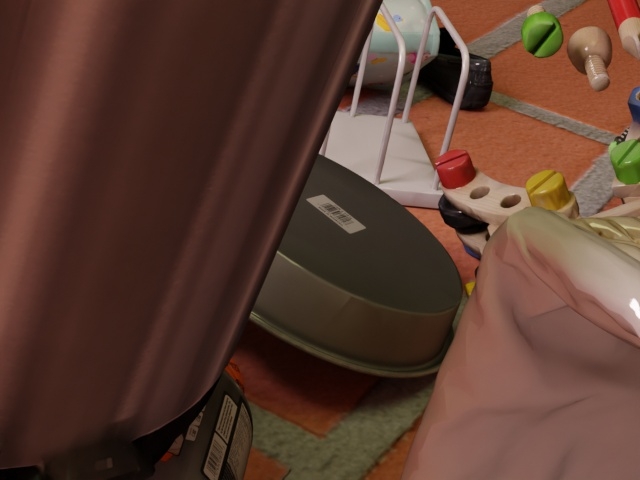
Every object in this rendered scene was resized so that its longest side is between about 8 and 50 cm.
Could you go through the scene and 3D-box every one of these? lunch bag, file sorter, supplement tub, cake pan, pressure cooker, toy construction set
[{"bbox_3d":[0.004,-0.275,1.476,0.223,0.160,0.262,0,25,-22],"label":"lunch bag"},{"bbox_3d":[-0.003,-0.166,1.260,0.278,0.173,0.193,5,29,-11],"label":"file sorter"},{"bbox_3d":[-0.106,0.144,0.724,0.117,0.117,0.190,11,28,-1],"label":"supplement tub"},{"bbox_3d":[0.000,0.000,0.994,0.293,0.054,0.293,26,23,-12],"label":"cake pan"},{"bbox_3d":[-0.184,-0.059,0.578,0.375,0.420,0.370,35,31,18],"label":"pressure cooker"},{"bbox_3d":[0.234,-0.042,1.021,0.258,0.308,0.237,4,34,2],"label":"toy construction set"}]

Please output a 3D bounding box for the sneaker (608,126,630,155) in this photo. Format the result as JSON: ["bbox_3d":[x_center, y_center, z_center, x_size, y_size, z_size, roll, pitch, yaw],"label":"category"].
[{"bbox_3d":[0.547,-0.077,1.272,0.483,0.202,0.185,9,28,-6],"label":"sneaker"}]

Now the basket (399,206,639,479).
[{"bbox_3d":[0.225,0.191,0.558,0.266,0.331,0.328,-4,32,-38],"label":"basket"}]

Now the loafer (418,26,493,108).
[{"bbox_3d":[0.154,-0.251,1.568,0.076,0.078,0.223,-8,34,-33],"label":"loafer"}]
